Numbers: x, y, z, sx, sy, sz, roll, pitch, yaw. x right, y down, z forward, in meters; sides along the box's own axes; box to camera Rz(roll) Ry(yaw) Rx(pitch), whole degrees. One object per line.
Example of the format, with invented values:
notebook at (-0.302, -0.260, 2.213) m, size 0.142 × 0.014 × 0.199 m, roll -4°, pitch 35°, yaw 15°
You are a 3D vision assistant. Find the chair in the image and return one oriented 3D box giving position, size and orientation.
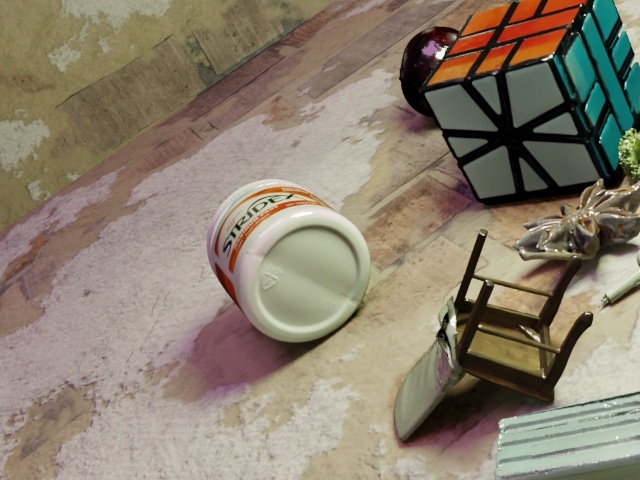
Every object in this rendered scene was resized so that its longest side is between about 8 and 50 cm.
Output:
chair at (0.242, 0.161, 1.383) m, size 0.186 × 0.319 × 0.160 m, roll 16°, pitch 35°, yaw -5°

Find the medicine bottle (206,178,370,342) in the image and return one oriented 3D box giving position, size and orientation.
medicine bottle at (-0.063, 0.034, 1.781) m, size 0.252 × 0.252 × 0.241 m, roll -36°, pitch 26°, yaw -8°

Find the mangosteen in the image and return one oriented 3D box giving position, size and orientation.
mangosteen at (0.301, -0.375, 2.167) m, size 0.250 × 0.211 × 0.211 m, roll 6°, pitch 35°, yaw 6°

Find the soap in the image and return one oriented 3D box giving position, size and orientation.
soap at (0.319, 0.260, 1.194) m, size 0.198 × 0.063 × 0.114 m, roll -18°, pitch 29°, yaw 27°

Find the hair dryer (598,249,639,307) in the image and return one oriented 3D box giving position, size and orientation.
hair dryer at (0.460, 0.061, 1.417) m, size 0.124 × 0.038 × 0.063 m, roll -37°, pitch 26°, yaw 4°

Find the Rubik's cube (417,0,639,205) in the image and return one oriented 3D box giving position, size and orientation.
Rubik's cube at (0.398, -0.262, 1.753) m, size 0.293 × 0.288 × 0.283 m, roll -8°, pitch 35°, yaw 43°

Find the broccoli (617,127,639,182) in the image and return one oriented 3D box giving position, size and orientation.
broccoli at (0.540, -0.146, 1.612) m, size 0.095 × 0.092 × 0.097 m, roll 23°, pitch 50°, yaw 27°

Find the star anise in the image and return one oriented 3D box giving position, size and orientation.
star anise at (0.410, -0.016, 1.544) m, size 0.230 × 0.081 × 0.262 m, roll 1°, pitch 31°, yaw 47°
